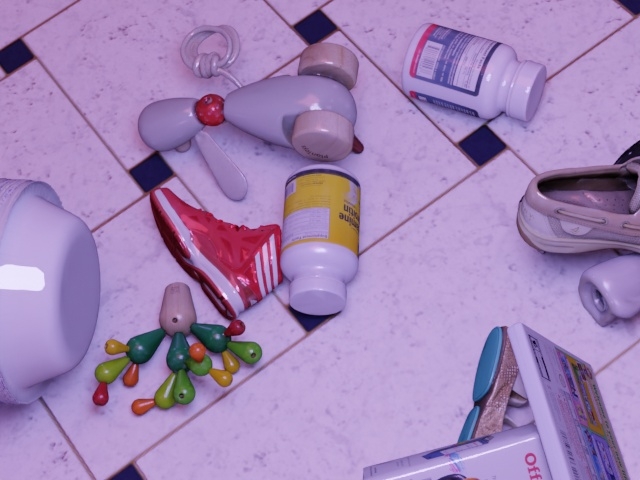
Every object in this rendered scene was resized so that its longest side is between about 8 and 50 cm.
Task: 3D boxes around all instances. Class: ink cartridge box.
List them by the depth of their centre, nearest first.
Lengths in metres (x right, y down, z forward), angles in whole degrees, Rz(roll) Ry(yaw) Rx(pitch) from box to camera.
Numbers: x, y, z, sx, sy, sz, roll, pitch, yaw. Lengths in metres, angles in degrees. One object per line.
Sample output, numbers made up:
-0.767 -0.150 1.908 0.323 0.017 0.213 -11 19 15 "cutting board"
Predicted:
0.168 0.311 1.491 0.212 0.093 0.154 -16 91 3 "ink cartridge box"

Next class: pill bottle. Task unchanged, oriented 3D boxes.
0.000 0.000 1.726 0.103 0.103 0.184 -2 61 9 "pill bottle"
0.213 -0.227 1.815 0.180 0.108 0.108 20 66 19 "pill bottle"

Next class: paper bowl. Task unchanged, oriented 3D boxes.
-0.371 0.064 1.652 0.148 0.284 0.284 2 61 9 "paper bowl"

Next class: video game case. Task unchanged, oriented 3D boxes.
0.292 0.214 1.507 0.023 0.193 0.212 -29 56 25 "video game case"

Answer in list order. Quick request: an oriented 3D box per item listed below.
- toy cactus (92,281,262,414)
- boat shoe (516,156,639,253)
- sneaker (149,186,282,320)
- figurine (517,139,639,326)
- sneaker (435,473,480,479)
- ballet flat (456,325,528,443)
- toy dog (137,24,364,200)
-0.190 0.129 1.699 0.219 0.112 0.180 -16 49 11 "toy cactus"
0.393 -0.048 1.597 0.302 0.098 0.109 -2 56 -4 "boat shoe"
-0.130 -0.004 1.778 0.128 0.087 0.221 -30 70 -18 "sneaker"
0.398 -0.017 1.679 0.209 0.092 0.215 -29 61 -12 "figurine"
0.202 0.341 1.384 0.321 0.124 0.180 -2 95 0 "sneaker"
0.214 0.205 1.603 0.067 0.073 0.206 23 67 -7 "ballet flat"
-0.071 -0.161 1.831 0.334 0.161 0.220 15 66 34 "toy dog"
